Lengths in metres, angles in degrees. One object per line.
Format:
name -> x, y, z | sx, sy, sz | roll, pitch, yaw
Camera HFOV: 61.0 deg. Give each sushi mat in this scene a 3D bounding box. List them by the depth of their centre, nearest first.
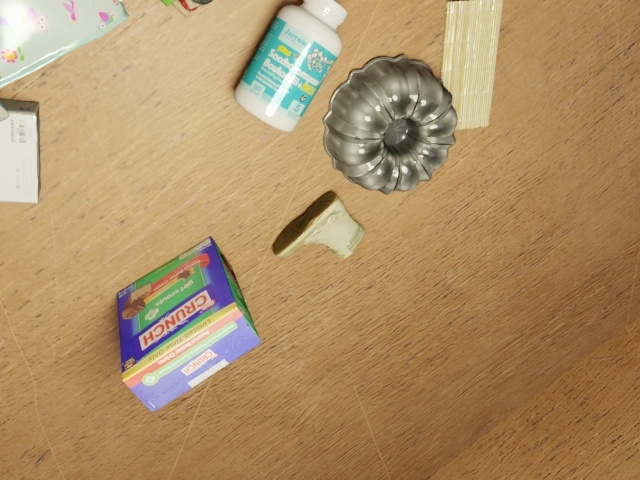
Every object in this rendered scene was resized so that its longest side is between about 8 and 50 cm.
sushi mat -> 0.360, -0.416, 1.319 | 0.151, 0.019, 0.317 | -13, 123, -16

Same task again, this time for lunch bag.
lunch bag -> -0.478, -0.407, 0.880 | 0.262, 0.160, 0.223 | -34, 126, -12

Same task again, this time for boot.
boot -> 0.000, 0.000, 1.376 | 0.213, 0.077, 0.165 | -43, 127, 1

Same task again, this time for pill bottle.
pill bottle -> -0.053, -0.364, 1.096 | 0.146, 0.146, 0.264 | 23, 107, -32

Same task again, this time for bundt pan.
bundt pan -> 0.178, -0.251, 1.264 | 0.330, 0.124, 0.331 | -9, 121, -15

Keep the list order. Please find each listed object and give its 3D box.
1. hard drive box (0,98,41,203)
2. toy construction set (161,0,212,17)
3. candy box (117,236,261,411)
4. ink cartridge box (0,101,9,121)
hard drive box -> -0.644, -0.169, 0.995 | 0.232, 0.089, 0.181 | 2, 117, -24
toy construction set -> -0.202, -0.535, 0.856 | 0.257, 0.309, 0.237 | -49, 120, -1
candy box -> -0.300, 0.168, 1.197 | 0.268, 0.317, 0.122 | -32, 126, -3
ink cartridge box -> -0.648, -0.271, 0.797 | 0.198, 0.197, 0.270 | -34, 102, -15
